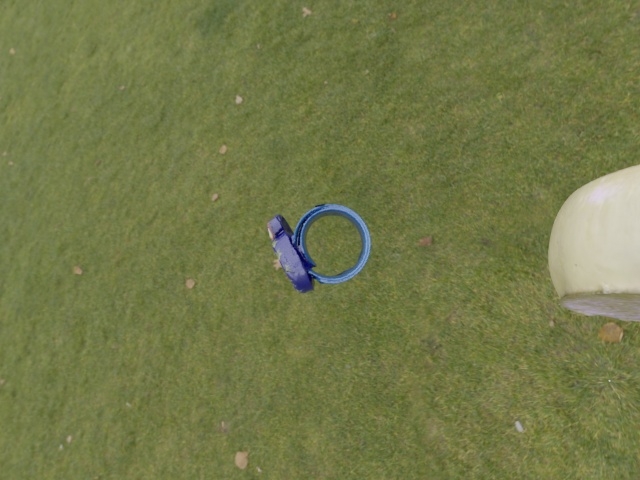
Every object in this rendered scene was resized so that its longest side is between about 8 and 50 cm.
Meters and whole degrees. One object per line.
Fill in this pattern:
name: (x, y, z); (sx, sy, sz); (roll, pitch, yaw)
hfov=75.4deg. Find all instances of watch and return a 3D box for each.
watch: (0.003, 0.007, 0.902); (0.200, 0.171, 0.195); (-25, 96, 1)

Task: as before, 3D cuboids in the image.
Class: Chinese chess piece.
Chinese chess piece: (0.347, 0.018, 0.351); (0.270, 0.270, 0.111); (1, 76, 35)
